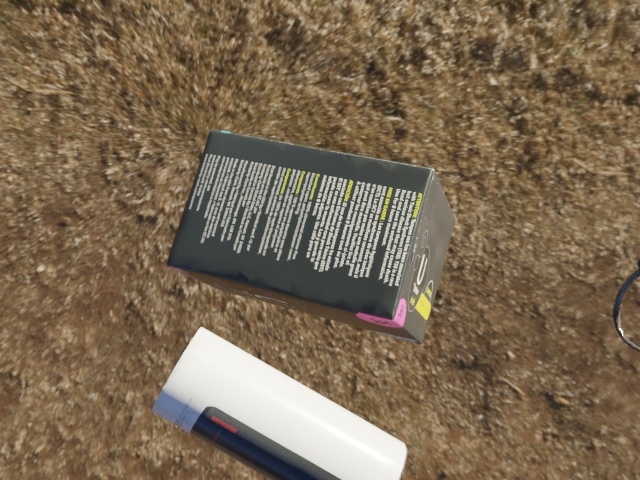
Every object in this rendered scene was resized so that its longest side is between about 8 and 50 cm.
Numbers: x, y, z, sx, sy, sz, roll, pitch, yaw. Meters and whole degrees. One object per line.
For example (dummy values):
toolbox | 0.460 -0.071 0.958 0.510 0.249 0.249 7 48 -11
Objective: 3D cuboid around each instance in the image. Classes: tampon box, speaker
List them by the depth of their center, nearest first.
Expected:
speaker | -0.023 0.103 0.421 0.136 0.055 0.055 31 92 -2
tampon box | 0.000 0.000 0.532 0.161 0.120 0.102 13 80 20

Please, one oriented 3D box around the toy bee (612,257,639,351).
toy bee | 0.283 -0.011 0.400 0.162 0.195 0.298 22 119 -43
